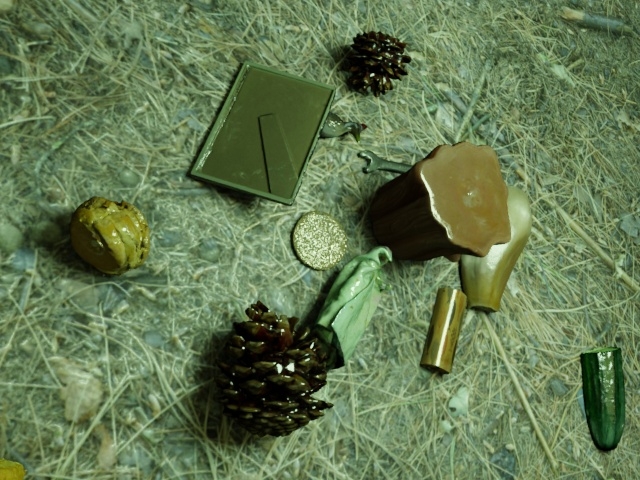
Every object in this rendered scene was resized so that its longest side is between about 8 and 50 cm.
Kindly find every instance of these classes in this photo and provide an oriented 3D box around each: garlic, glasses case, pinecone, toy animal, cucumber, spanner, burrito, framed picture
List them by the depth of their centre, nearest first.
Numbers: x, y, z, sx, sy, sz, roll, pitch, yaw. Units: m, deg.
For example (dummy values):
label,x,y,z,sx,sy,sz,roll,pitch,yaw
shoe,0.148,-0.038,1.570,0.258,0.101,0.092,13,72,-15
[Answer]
label,x,y,z,sx,sy,sz,roll,pitch,yaw
pinecone,-0.074,0.208,0.882,0.184,0.179,0.204,35,50,-37
framed picture,-0.098,-0.201,0.995,0.192,0.018,0.265,18,69,6
burrito,0.059,0.114,1.008,0.089,0.144,0.229,21,55,21
toy animal,0.009,-0.233,1.079,0.202,0.070,0.105,0,67,-26
pinecone,0.117,-0.365,1.130,0.140,0.140,0.121,19,90,-23
glasses case,0.263,0.187,1.132,0.064,0.041,0.170,27,67,-20
spanner,0.194,-0.155,1.186,0.254,0.015,0.054,7,78,-26
garlic,0.390,0.007,1.213,0.143,0.112,0.318,26,79,-23
cucumber,0.691,0.377,1.302,0.115,0.063,0.244,7,78,-25

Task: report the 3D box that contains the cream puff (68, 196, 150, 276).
label,x,y,z,sx,sy,sz,roll,pitch,yaw
cream puff,-0.317,-0.008,0.837,0.133,0.119,0.104,61,38,-34

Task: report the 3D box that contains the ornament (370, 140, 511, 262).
label,x,y,z,sx,sy,sz,roll,pitch,yaw
ornament,0.222,-0.068,1.065,0.235,0.217,0.221,30,67,-18

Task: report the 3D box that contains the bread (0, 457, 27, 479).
label,x,y,z,sx,sy,sz,roll,pitch,yaw
bread,-0.486,0.324,0.666,0.229,0.139,0.143,18,63,-24

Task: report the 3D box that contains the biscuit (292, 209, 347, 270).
label,x,y,z,sx,sy,sz,roll,pitch,yaw
biscuit,0.000,0.000,1.051,0.120,0.015,0.120,6,77,-26
